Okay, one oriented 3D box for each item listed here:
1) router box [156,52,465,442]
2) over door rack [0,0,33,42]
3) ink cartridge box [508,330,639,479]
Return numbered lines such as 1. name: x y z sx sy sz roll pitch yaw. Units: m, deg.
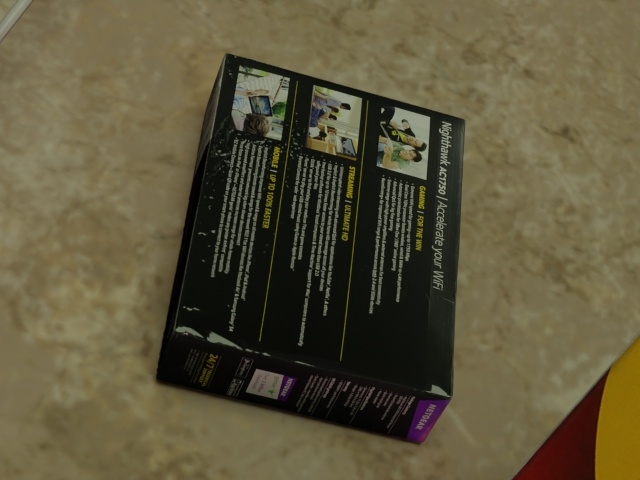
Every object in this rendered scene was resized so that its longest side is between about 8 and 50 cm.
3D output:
1. router box: 0.000 0.000 0.770 0.133 0.046 0.179 15 51 -9
2. over door rack: -0.239 -0.180 0.780 0.239 0.108 0.324 28 50 4
3. ink cartridge box: 0.218 0.158 0.540 0.272 0.130 0.309 -50 60 4
